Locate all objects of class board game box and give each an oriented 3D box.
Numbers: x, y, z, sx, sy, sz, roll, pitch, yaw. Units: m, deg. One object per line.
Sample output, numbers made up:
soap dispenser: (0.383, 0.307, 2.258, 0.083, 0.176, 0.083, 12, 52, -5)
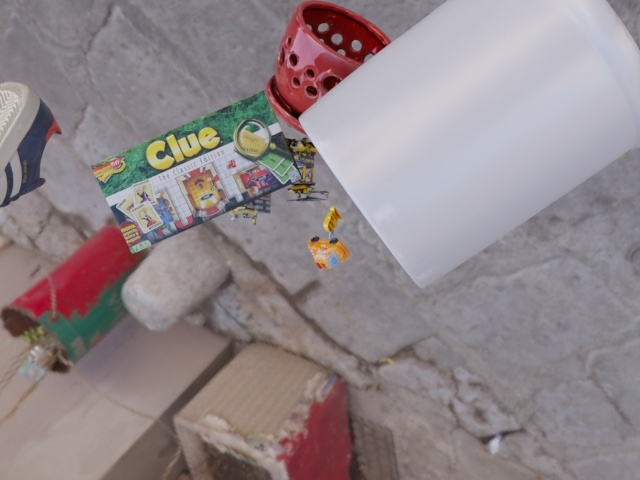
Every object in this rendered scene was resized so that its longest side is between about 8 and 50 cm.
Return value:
board game box: (-0.169, -0.094, 1.142, 0.030, 0.259, 0.136, -118, 4, -82)

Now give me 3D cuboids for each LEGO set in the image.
LEGO set: (-0.161, -0.135, 1.963, 0.331, 0.255, 0.192, -1, 86, 29)

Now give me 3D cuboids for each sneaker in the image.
sneaker: (-0.558, -0.090, 1.403, 0.131, 0.350, 0.148, 27, 168, 26)

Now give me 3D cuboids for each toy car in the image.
toy car: (0.000, 0.000, 1.093, 0.060, 0.040, 0.122, 16, 153, 21)

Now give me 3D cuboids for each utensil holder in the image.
utensil holder: (0.211, -0.161, 1.155, 0.327, 0.385, 0.327, 53, -174, -7)

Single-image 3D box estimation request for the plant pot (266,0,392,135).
plant pot: (0.009, -0.279, 1.390, 0.191, 0.191, 0.174, 40, 126, 7)
